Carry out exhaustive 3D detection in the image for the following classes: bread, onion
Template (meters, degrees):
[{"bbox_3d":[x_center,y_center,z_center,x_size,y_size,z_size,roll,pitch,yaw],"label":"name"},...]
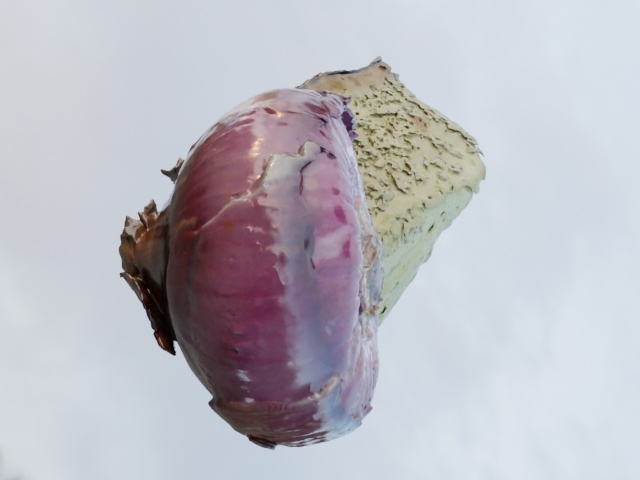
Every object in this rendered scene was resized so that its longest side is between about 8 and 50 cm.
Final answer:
[{"bbox_3d":[0.000,0.000,1.997,0.248,0.315,0.279,36,-50,26],"label":"bread"},{"bbox_3d":[-0.043,0.016,1.133,0.230,0.163,0.230,0,90,-88],"label":"onion"}]
